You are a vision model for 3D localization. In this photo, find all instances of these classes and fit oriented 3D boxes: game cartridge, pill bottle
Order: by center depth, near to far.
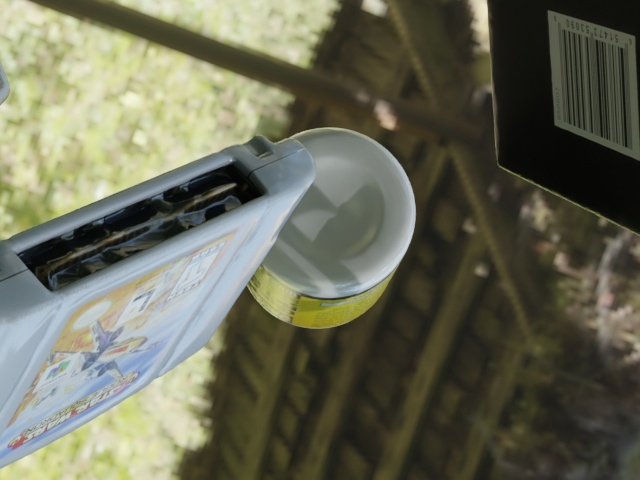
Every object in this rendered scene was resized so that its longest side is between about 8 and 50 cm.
[{"bbox_3d":[-0.140,0.049,1.048,0.297,0.062,0.198,-27,155,-47],"label":"game cartridge"},{"bbox_3d":[0.000,0.000,2.027,0.334,0.188,0.188,106,2,-77],"label":"pill bottle"}]

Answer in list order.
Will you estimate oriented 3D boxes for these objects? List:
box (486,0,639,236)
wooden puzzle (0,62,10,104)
[{"bbox_3d":[0.472,-0.191,1.686,0.480,0.472,0.297,-143,-136,-64],"label":"box"},{"bbox_3d":[-0.489,-0.167,1.861,0.322,0.080,0.348,-52,154,-28],"label":"wooden puzzle"}]
